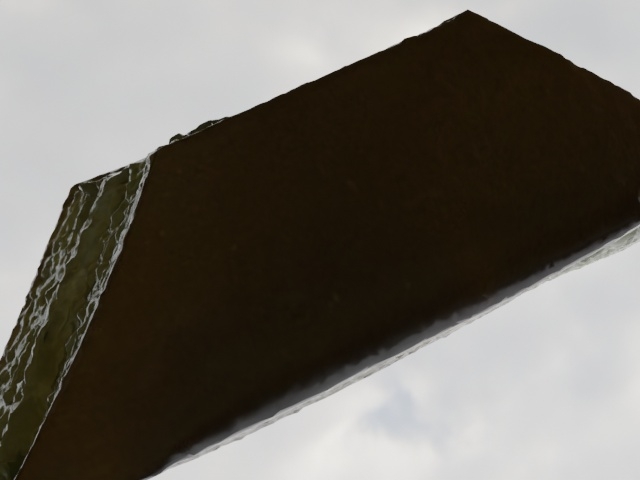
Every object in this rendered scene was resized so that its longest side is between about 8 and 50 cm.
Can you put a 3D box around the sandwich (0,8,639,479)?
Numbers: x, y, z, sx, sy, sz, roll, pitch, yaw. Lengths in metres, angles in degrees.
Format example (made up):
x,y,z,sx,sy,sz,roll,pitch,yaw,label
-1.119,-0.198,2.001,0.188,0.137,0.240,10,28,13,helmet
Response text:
x,y,z,sx,sy,sz,roll,pitch,yaw,label
0.000,0.000,0.402,0.258,0.096,0.094,-25,180,-29,sandwich
